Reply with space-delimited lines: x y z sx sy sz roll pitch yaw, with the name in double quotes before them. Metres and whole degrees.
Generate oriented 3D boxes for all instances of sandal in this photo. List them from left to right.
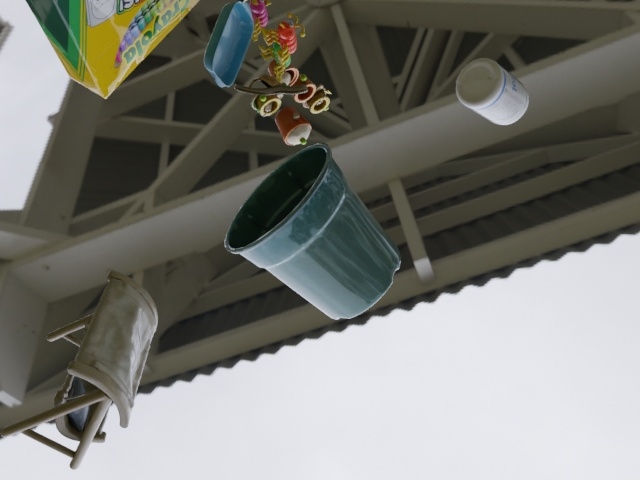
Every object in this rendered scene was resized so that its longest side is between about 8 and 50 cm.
"sandal" -0.118 -0.375 1.371 0.180 0.049 0.072 -5 -165 -12

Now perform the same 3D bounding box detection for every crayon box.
"crayon box" -0.374 -0.507 1.077 0.106 0.313 0.363 30 -111 12

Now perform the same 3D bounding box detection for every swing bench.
"swing bench" -0.424 0.240 1.078 0.254 0.165 0.253 -39 -153 24

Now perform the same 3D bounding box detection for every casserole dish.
"casserole dish" -0.199 -0.423 1.223 0.036 0.114 0.189 19 -96 16

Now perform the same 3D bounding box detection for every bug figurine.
"bug figurine" -0.118 -0.485 1.241 0.072 0.216 0.279 -29 -101 -7

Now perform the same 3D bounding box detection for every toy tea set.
"toy tea set" -0.076 -0.387 1.651 0.200 0.336 0.124 -38 -110 14

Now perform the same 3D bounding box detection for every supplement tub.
"supplement tub" 0.248 -0.212 0.819 0.071 0.107 0.071 -5 -97 40

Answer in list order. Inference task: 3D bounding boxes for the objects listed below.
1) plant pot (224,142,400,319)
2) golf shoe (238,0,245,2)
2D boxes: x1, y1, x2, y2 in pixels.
"plant pot" 0.000 0.000 1.403 0.341 0.334 0.341 -36 -154 20
"golf shoe" -0.197 -0.672 1.398 0.069 0.176 0.086 2 -124 12
